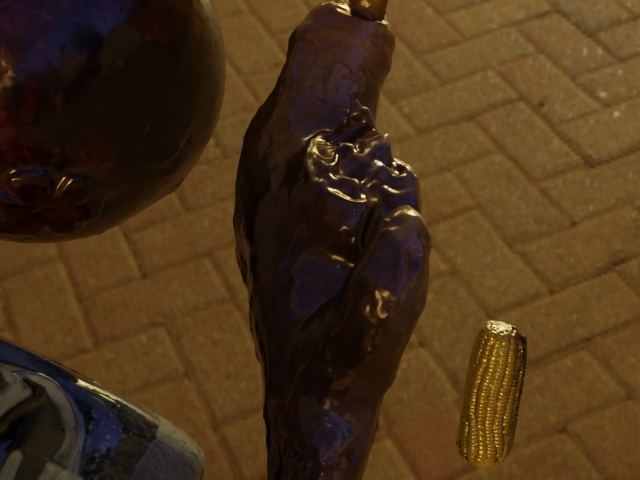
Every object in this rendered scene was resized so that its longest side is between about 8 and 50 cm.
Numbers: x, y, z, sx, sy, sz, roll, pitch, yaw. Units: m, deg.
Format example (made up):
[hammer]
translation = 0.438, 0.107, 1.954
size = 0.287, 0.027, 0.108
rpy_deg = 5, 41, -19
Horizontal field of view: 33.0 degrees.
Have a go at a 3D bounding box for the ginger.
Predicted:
[ginger]
translation = 0.000, -0.002, 0.551
size = 0.080, 0.166, 0.333
rpy_deg = 15, 50, -16

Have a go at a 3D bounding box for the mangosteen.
[mangosteen]
translation = -0.233, -0.169, 0.892
size = 0.306, 0.306, 0.359
rpy_deg = -8, 57, -4

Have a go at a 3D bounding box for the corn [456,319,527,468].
[corn]
translation = 0.208, 0.188, 1.311
size = 0.072, 0.203, 0.072
rpy_deg = 2, 27, -1

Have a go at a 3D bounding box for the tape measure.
[tape measure]
translation = -0.228, 0.169, 0.837
size = 0.256, 0.275, 0.147
rpy_deg = 9, 66, 49
